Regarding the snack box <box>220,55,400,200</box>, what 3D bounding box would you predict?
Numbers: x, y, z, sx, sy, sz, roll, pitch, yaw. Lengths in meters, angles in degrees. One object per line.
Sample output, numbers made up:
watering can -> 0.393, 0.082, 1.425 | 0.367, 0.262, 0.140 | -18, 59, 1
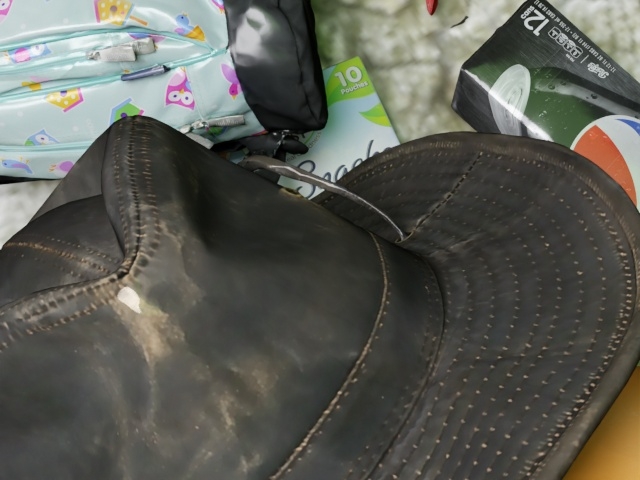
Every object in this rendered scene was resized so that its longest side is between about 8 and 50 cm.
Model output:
snack box -> 0.000, 0.000, 0.792 | 0.100, 0.037, 0.141 | -22, 76, -7

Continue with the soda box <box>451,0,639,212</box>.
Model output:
soda box -> 0.139, -0.032, 0.792 | 0.169, 0.060, 0.053 | 43, 79, 9

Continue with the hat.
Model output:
hat -> -0.053, 0.037, 0.596 | 0.331, 0.331, 0.134 | -47, 113, -12

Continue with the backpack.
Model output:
backpack -> -0.095, -0.096, 0.757 | 0.182, 0.115, 0.152 | -10, 45, 5

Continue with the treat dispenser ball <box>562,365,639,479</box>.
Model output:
treat dispenser ball -> 0.107, 0.187, 0.615 | 0.288, 0.288, 0.288 | 0, 75, -1

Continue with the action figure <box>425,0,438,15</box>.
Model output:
action figure -> 0.007, -0.141, 0.836 | 0.115, 0.030, 0.038 | 24, 70, 10
